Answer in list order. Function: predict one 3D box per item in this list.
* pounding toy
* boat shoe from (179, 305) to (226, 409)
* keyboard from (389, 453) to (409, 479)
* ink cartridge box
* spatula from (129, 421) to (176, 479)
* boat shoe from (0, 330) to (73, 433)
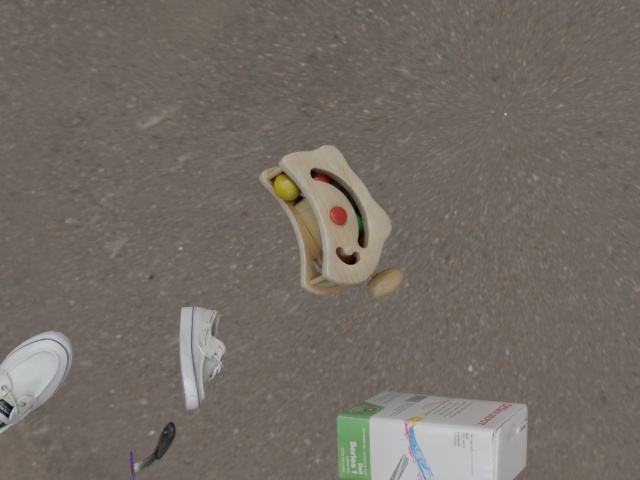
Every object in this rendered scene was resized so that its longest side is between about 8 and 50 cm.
[{"bbox_3d":[0.000,0.000,1.318,0.269,0.154,0.155,53,144,-7],"label":"pounding toy"},{"bbox_3d":[-0.216,0.206,1.616,0.084,0.258,0.095,-2,127,-7],"label":"boat shoe"},{"bbox_3d":[0.090,0.402,1.321,0.014,0.072,0.256,26,144,10],"label":"keyboard"},{"bbox_3d":[0.196,0.343,1.505,0.278,0.201,0.117,0,93,28],"label":"ink cartridge box"},{"bbox_3d":[-0.301,0.384,1.545,0.296,0.030,0.084,-51,45,46],"label":"spatula"},{"bbox_3d":[-0.423,0.219,1.188,0.083,0.076,0.226,42,102,-14],"label":"boat shoe"}]
